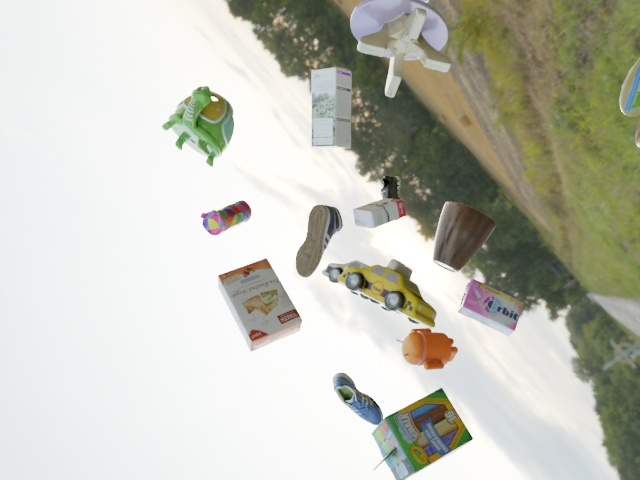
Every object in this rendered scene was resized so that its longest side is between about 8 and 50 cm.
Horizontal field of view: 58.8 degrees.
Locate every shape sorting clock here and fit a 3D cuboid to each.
[{"bbox_3d":[0.904,-0.442,1.571,0.206,0.206,0.040,34,-167,-41],"label":"shape sorting clock"}]

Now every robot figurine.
[{"bbox_3d":[0.388,0.395,2.079,0.219,0.128,0.158,6,-105,-18],"label":"robot figurine"}]

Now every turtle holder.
[{"bbox_3d":[-0.453,-0.457,2.145,0.243,0.228,0.320,25,164,33],"label":"turtle holder"}]

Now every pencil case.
[{"bbox_3d":[-0.363,-0.093,2.218,0.104,0.104,0.236,50,-153,6],"label":"pencil case"}]

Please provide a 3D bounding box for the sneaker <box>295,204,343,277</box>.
[{"bbox_3d":[0.000,0.000,2.122,0.099,0.283,0.153,22,-165,22],"label":"sneaker"}]

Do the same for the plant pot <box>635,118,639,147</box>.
[{"bbox_3d":[0.743,-0.211,1.001,0.280,0.324,0.323,23,-168,11],"label":"plant pot"}]

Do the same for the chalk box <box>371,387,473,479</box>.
[{"bbox_3d":[0.281,0.614,1.749,0.288,0.180,0.179,-18,-118,-24],"label":"chalk box"}]

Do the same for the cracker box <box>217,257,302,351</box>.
[{"bbox_3d":[-0.171,0.174,1.585,0.232,0.155,0.067,57,154,28],"label":"cracker box"}]

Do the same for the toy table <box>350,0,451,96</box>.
[{"bbox_3d":[0.217,-0.535,1.532,0.252,0.273,0.161,93,179,-50],"label":"toy table"}]

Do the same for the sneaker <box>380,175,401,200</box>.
[{"bbox_3d":[0.325,-0.204,2.663,0.106,0.078,0.235,13,-117,-30],"label":"sneaker"}]

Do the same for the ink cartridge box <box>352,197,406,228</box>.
[{"bbox_3d":[0.204,-0.097,1.984,0.109,0.150,0.063,13,118,56],"label":"ink cartridge box"}]

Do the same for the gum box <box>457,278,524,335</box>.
[{"bbox_3d":[0.542,0.213,1.826,0.188,0.107,0.062,25,155,8],"label":"gum box"}]

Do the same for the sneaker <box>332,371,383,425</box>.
[{"bbox_3d":[0.113,0.516,1.807,0.211,0.080,0.081,42,-167,0],"label":"sneaker"}]

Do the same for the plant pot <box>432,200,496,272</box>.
[{"bbox_3d":[0.533,0.000,2.214,0.215,0.231,0.215,28,174,3],"label":"plant pot"}]

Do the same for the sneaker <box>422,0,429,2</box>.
[{"bbox_3d":[0.299,-0.820,1.806,0.162,0.063,0.073,34,178,-28],"label":"sneaker"}]

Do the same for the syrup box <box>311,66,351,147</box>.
[{"bbox_3d":[0.034,-0.405,1.749,0.096,0.093,0.237,-8,-80,-54],"label":"syrup box"}]

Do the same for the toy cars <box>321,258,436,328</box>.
[{"bbox_3d":[0.115,0.082,1.126,0.176,0.087,0.393,29,176,-7],"label":"toy cars"}]
